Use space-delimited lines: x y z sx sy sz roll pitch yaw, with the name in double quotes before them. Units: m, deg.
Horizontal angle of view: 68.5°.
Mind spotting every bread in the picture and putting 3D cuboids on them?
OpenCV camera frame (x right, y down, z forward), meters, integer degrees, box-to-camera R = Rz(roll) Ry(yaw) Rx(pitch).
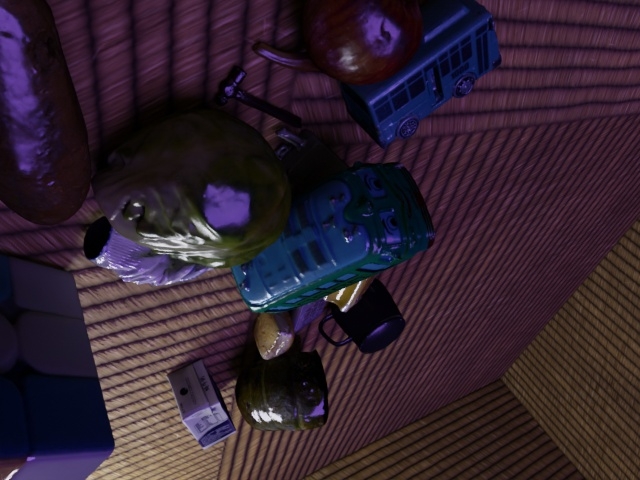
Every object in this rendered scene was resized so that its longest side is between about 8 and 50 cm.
"bread" -0.111 0.226 1.169 0.082 0.106 0.125 0 133 -39

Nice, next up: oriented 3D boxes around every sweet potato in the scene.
"sweet potato" -0.338 -0.171 0.512 0.131 0.130 0.422 -17 139 -25

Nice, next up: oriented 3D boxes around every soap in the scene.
"soap" 0.110 0.023 1.080 0.173 0.089 0.274 -45 163 -49

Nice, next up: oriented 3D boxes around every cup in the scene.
"cup" 0.110 0.219 1.284 0.223 0.176 0.169 -30 147 -10

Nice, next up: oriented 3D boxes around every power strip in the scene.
"power strip" 0.001 -0.130 0.902 0.093 0.053 0.288 -44 145 12

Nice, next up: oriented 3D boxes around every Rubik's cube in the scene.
"Rubik's cube" -0.540 0.222 0.602 0.344 0.347 0.347 -46 144 12

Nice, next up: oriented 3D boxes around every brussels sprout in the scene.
"brussels sprout" -0.182 -0.073 0.682 0.272 0.210 0.219 -10 147 -10

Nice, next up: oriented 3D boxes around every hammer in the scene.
"hammer" -0.085 -0.217 0.757 0.178 0.021 0.065 13 121 -48

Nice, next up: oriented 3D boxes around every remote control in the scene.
"remote control" -0.018 0.110 1.160 0.109 0.055 0.312 -27 145 -45

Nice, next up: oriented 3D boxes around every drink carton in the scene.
"drink carton" -0.304 0.423 1.208 0.102 0.134 0.222 -23 142 -14

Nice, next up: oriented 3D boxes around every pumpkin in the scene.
"pumpkin" -0.110 0.377 1.251 0.232 0.241 0.325 0 165 -11

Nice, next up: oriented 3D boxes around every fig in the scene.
"fig" 0.035 -0.293 0.674 0.175 0.175 0.207 9 148 -45

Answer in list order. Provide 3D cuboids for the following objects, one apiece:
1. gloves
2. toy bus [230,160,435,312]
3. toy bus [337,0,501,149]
"gloves" -0.282 0.020 0.805 0.229 0.097 0.119 19 73 -40
"toy bus" 0.000 0.000 0.827 0.344 0.183 0.199 -28 169 31
"toy bus" 0.164 -0.292 0.787 0.256 0.128 0.147 -36 146 1
